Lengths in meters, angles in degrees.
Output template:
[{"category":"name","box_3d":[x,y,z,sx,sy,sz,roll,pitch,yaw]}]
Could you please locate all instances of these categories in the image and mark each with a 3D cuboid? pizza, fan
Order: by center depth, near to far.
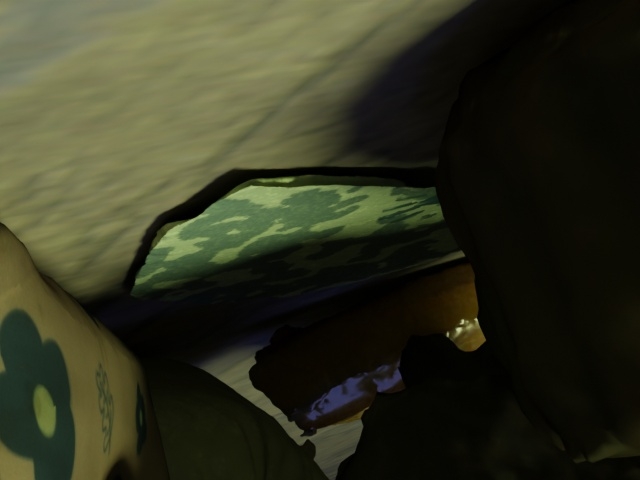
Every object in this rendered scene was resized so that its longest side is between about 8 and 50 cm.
[{"category":"fan","box_3d":[0.000,0.000,0.590,0.131,0.009,0.240,-23,168,17]},{"category":"pizza","box_3d":[0.082,0.045,0.816,0.271,0.056,0.134,-17,166,-20]}]

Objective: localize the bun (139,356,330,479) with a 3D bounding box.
[{"category":"bun","box_3d":[-0.083,0.165,0.694,0.229,0.145,0.229,-35,143,-31]}]

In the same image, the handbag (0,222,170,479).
[{"category":"handbag","box_3d":[-0.128,0.121,0.477,0.190,0.193,0.251,-23,169,-3]}]

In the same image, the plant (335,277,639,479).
[{"category":"plant","box_3d":[0.093,0.138,0.598,0.213,0.312,0.215,22,136,-1]}]

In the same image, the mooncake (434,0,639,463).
[{"category":"mooncake","box_3d":[0.146,-0.025,0.452,0.228,0.124,0.228,-23,172,-3]}]
